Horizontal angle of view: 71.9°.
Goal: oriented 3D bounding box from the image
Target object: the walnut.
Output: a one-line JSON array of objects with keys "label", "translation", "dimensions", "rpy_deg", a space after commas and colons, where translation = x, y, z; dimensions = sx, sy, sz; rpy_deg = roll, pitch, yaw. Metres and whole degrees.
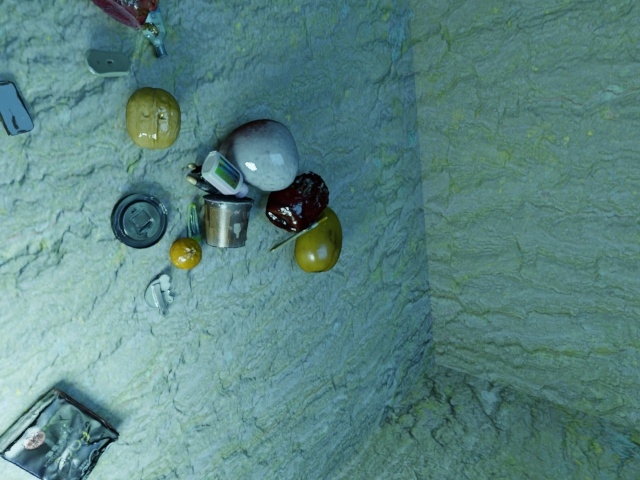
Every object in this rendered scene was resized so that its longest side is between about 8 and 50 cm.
[{"label": "walnut", "translation": [-0.608, -0.443, 1.606], "dimensions": [0.193, 0.193, 0.225], "rpy_deg": [7, 94, -49]}]

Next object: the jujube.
[{"label": "jujube", "translation": [-0.104, -0.190, 2.178], "dimensions": [0.377, 0.259, 0.258], "rpy_deg": [-37, 123, -37]}]

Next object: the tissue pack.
[{"label": "tissue pack", "translation": [-0.891, 0.696, 1.532], "dimensions": [0.245, 0.123, 0.332], "rpy_deg": [-50, 130, -28]}]

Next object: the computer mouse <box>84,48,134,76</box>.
[{"label": "computer mouse", "translation": [-0.733, -0.611, 1.525], "dimensions": [0.182, 0.056, 0.089], "rpy_deg": [-28, 116, -49]}]

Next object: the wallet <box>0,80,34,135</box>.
[{"label": "wallet", "translation": [-0.946, -0.404, 1.349], "dimensions": [0.082, 0.018, 0.156], "rpy_deg": [-35, 122, -39]}]

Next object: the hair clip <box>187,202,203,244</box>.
[{"label": "hair clip", "translation": [-0.535, -0.068, 1.863], "dimensions": [0.060, 0.033, 0.188], "rpy_deg": [-19, 113, -43]}]

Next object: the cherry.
[{"label": "cherry", "translation": [-0.253, -0.363, 1.938], "dimensions": [0.335, 0.291, 0.326], "rpy_deg": [-33, 89, -41]}]

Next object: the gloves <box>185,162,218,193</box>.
[{"label": "gloves", "translation": [-0.477, -0.278, 1.833], "dimensions": [0.180, 0.129, 0.106], "rpy_deg": [48, 53, -48]}]

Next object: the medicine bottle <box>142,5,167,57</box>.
[{"label": "medicine bottle", "translation": [-0.617, -0.787, 1.625], "dimensions": [0.090, 0.054, 0.208], "rpy_deg": [-33, 121, -40]}]

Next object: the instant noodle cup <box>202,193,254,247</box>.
[{"label": "instant noodle cup", "translation": [-0.399, -0.085, 1.893], "dimensions": [0.218, 0.218, 0.207], "rpy_deg": [-7, 109, -48]}]

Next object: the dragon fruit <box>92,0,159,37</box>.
[{"label": "dragon fruit", "translation": [-0.647, -0.814, 1.464], "dimensions": [0.282, 0.211, 0.147], "rpy_deg": [26, 87, -18]}]

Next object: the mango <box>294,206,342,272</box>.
[{"label": "mango", "translation": [0.000, 0.000, 2.346], "dimensions": [0.264, 0.221, 0.377], "rpy_deg": [34, 62, -40]}]

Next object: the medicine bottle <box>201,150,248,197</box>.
[{"label": "medicine bottle", "translation": [-0.381, -0.253, 1.791], "dimensions": [0.219, 0.078, 0.115], "rpy_deg": [44, 48, -50]}]

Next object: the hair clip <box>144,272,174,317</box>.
[{"label": "hair clip", "translation": [-0.649, 0.224, 1.778], "dimensions": [0.116, 0.049, 0.172], "rpy_deg": [-28, 115, -47]}]

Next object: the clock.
[{"label": "clock", "translation": [-0.688, -0.075, 1.683], "dimensions": [0.215, 0.042, 0.214], "rpy_deg": [-12, 106, -47]}]

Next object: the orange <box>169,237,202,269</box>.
[{"label": "orange", "translation": [-0.549, 0.055, 1.808], "dimensions": [0.136, 0.118, 0.135], "rpy_deg": [-14, 111, -40]}]

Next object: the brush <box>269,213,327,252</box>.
[{"label": "brush", "translation": [-0.111, -0.032, 2.222], "dimensions": [0.337, 0.085, 0.020], "rpy_deg": [-32, 107, -2]}]
